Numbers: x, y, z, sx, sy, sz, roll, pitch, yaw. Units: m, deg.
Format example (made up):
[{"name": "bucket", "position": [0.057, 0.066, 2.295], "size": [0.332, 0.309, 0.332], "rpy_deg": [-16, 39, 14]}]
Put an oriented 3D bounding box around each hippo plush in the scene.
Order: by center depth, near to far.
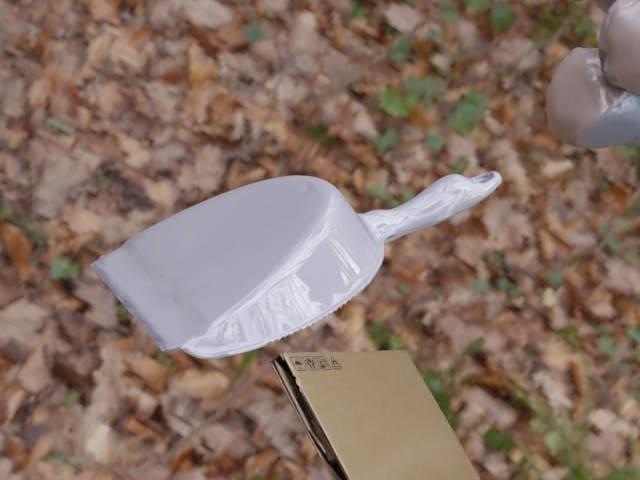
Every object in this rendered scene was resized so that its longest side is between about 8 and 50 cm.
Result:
[{"name": "hippo plush", "position": [0.296, -0.207, 1.200], "size": [0.294, 0.234, 0.236], "rpy_deg": [9, 55, -40]}]

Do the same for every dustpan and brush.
[{"name": "dustpan and brush", "position": [0.000, 0.000, 0.788], "size": [0.060, 0.211, 0.147], "rpy_deg": [64, -13, -26]}]

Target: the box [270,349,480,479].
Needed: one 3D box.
[{"name": "box", "position": [0.057, 0.178, 1.468], "size": [0.201, 0.021, 0.164], "rpy_deg": [4, 49, -51]}]
